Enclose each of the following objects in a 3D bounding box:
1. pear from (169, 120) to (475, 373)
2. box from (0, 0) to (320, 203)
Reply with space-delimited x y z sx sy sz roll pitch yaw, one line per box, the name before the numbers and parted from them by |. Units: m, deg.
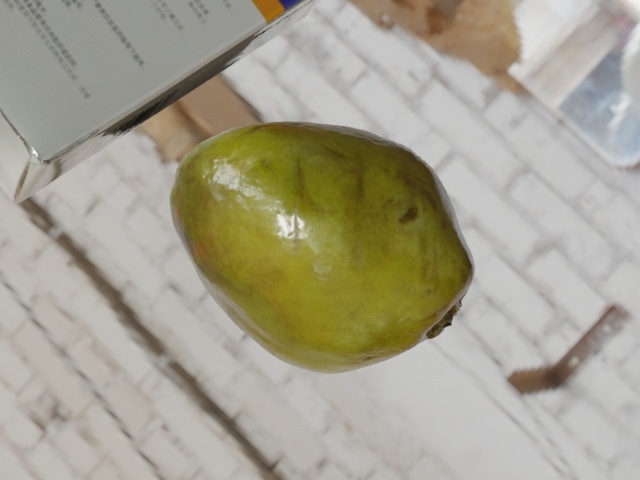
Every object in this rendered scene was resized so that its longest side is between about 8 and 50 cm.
pear | 0.000 0.000 1.642 0.321 0.269 0.269 25 -172 16
box | -0.155 -0.193 1.172 0.200 0.299 0.106 54 153 0
